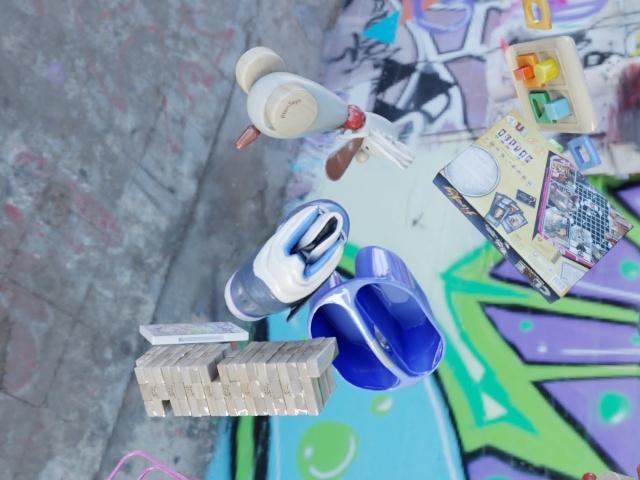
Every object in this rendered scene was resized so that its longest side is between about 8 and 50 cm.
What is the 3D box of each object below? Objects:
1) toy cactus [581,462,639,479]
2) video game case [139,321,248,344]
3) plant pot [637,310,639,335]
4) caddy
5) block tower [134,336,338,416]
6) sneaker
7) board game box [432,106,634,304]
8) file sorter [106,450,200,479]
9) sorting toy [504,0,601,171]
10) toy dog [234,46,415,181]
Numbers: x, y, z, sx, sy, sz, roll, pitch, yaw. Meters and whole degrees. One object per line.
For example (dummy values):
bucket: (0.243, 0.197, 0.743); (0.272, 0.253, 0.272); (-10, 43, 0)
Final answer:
toy cactus: (0.415, 0.331, 0.995); (0.180, 0.219, 0.112); (35, 74, -33)
video game case: (-0.163, 0.118, 1.003); (0.122, 0.087, 0.011); (1, 93, -23)
plant pot: (0.741, 0.163, 1.293); (0.341, 0.334, 0.341); (-3, 98, -21)
caddy: (0.115, 0.179, 1.631); (0.341, 0.241, 0.179); (53, 19, -35)
block tower: (-0.137, 0.220, 1.247); (0.091, 0.335, 0.097); (-42, 121, -64)
sneaker: (-0.001, 0.000, 1.276); (0.130, 0.236, 0.323); (51, 50, -4)
board game box: (0.304, -0.053, 1.123); (0.165, 0.042, 0.243); (-40, 81, -17)
file sorter: (-0.268, 0.535, 1.401); (0.202, 0.182, 0.290); (-55, 142, -22)
sorting toy: (0.417, -0.283, 1.459); (0.047, 0.196, 0.347); (-26, 105, -14)
toy dog: (-0.017, -0.185, 1.346); (0.334, 0.161, 0.220); (29, 22, -22)
